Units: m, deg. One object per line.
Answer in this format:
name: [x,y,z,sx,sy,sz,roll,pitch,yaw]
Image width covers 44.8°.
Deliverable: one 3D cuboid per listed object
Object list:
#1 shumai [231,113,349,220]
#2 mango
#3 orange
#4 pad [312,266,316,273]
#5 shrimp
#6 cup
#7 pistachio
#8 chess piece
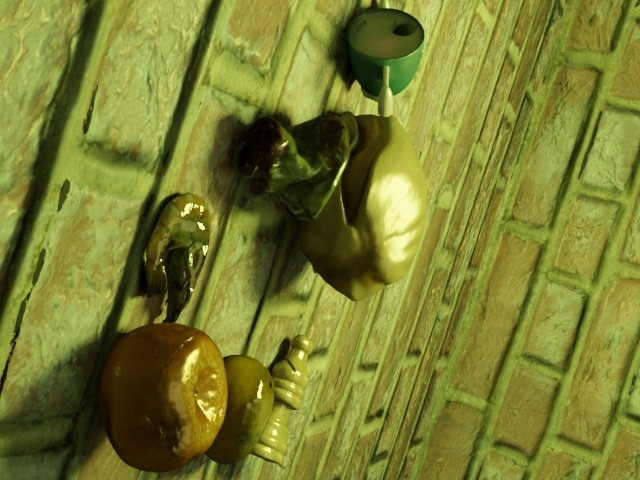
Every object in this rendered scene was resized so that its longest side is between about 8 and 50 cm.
shumai: [-0.067,-0.168,1.521,0.272,0.204,0.222,-167,-82,-79]
mango: [-0.184,0.357,1.596,0.177,0.175,0.329,-12,146,-28]
orange: [-0.276,0.256,1.287,0.249,0.183,0.248,-1,90,-70]
pad: [0.000,0.000,1.905,0.112,0.003,0.157,-58,153,-27]
shrimp: [-0.250,0.043,1.333,0.145,0.059,0.254,18,90,-63]
cup: [0.145,-0.402,1.738,0.173,0.168,0.299,84,8,-59]
pistachio: [0.097,-0.083,1.747,0.365,0.282,0.445,68,26,-68]
chess piece: [-0.089,0.376,1.870,0.139,0.124,0.307,34,69,-34]
